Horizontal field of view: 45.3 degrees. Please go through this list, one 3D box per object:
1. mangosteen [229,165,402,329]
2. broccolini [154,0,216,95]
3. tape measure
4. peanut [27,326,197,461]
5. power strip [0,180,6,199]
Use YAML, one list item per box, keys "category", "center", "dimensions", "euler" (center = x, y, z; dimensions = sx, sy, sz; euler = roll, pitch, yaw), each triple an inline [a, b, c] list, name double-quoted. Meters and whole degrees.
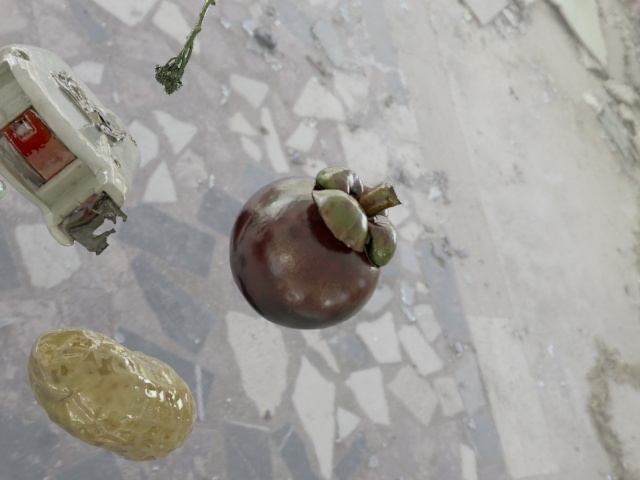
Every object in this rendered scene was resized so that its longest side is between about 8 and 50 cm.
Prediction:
- category: "mangosteen"
  center: [0.000, 0.000, 0.809]
  dimensions: [0.200, 0.200, 0.199]
  euler: [20, 56, -32]
- category: "broccolini"
  center: [-0.219, -0.338, 1.307]
  dimensions: [0.054, 0.052, 0.194]
  euler: [33, 83, -24]
- category: "tape measure"
  center: [-0.346, -0.137, 1.024]
  dimensions: [0.265, 0.130, 0.258]
  euler: [52, 8, -20]
- category: "peanut"
  center: [-0.275, 0.210, 1.043]
  dimensions: [0.325, 0.140, 0.153]
  euler: [55, 16, -52]
- category: "power strip"
  center: [-0.326, -0.056, 0.691]
  dimensions: [0.083, 0.035, 0.055]
  euler: [31, 6, -2]
